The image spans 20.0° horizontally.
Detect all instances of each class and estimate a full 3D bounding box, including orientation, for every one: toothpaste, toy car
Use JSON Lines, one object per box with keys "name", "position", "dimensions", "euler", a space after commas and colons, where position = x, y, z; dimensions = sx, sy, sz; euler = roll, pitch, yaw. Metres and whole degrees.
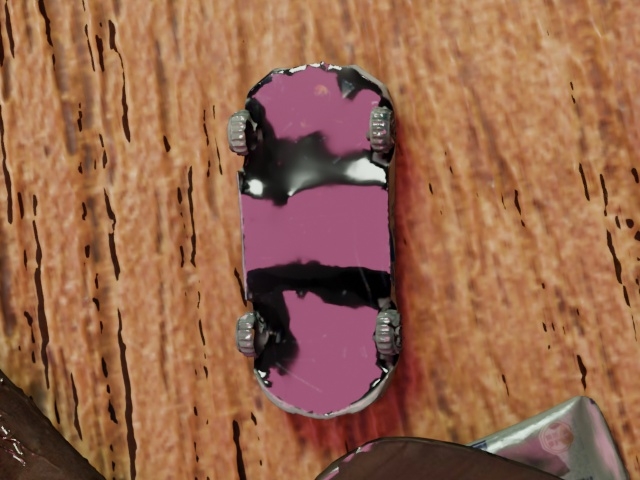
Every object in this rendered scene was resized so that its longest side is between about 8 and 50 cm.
{"name": "toothpaste", "position": [0.059, 0.151, 1.041], "dimensions": [0.233, 0.038, 0.060], "euler": [-20, 89, 8]}
{"name": "toy car", "position": [0.000, 0.000, 1.040], "dimensions": [0.095, 0.056, 0.205], "euler": [-2, 94, 11]}

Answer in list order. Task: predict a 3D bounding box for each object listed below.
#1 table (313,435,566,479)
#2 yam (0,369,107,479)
{"name": "table", "position": [0.097, 0.261, 0.811], "dimensions": [0.317, 0.249, 0.317], "euler": [-2, 101, -8]}
{"name": "yam", "position": [-0.166, 0.175, 1.043], "dimensions": [0.280, 0.131, 0.131], "euler": [45, 98, 7]}
